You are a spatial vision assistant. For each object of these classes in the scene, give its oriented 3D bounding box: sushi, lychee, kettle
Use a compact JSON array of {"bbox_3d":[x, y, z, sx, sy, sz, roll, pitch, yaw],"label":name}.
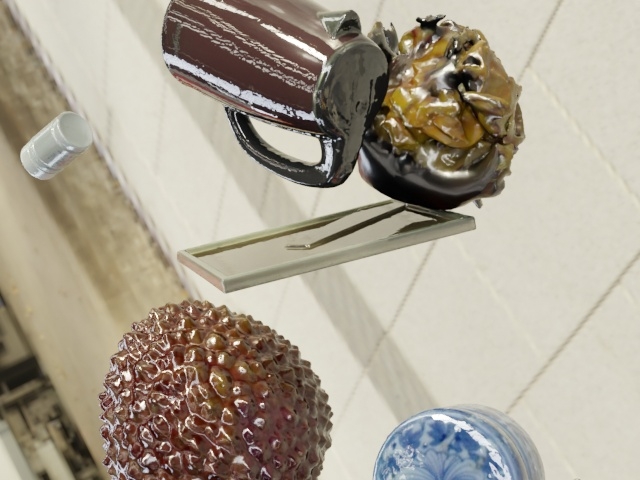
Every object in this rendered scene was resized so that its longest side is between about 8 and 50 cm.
[{"bbox_3d":[0.137,-0.146,1.372,0.204,0.213,0.200,5,136,21],"label":"sushi"},{"bbox_3d":[-0.135,0.234,1.533,0.330,0.306,0.306,59,157,-7],"label":"lychee"},{"bbox_3d":[-0.045,-0.167,1.253,0.232,0.144,0.202,31,120,38],"label":"kettle"}]

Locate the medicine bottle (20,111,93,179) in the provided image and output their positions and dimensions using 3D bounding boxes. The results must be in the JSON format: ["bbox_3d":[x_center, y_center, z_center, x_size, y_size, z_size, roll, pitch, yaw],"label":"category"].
[{"bbox_3d":[-0.353,-0.126,1.610,0.091,0.058,0.058,-32,83,35],"label":"medicine bottle"}]

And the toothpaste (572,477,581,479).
[{"bbox_3d":[0.319,0.441,1.714,0.060,0.233,0.038,27,160,14],"label":"toothpaste"}]

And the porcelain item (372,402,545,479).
[{"bbox_3d":[0.130,0.228,1.127,0.147,0.147,0.114,57,-165,16],"label":"porcelain item"}]

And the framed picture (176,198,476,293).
[{"bbox_3d":[0.000,0.000,1.354,0.213,0.289,0.016,-159,57,-68],"label":"framed picture"}]
